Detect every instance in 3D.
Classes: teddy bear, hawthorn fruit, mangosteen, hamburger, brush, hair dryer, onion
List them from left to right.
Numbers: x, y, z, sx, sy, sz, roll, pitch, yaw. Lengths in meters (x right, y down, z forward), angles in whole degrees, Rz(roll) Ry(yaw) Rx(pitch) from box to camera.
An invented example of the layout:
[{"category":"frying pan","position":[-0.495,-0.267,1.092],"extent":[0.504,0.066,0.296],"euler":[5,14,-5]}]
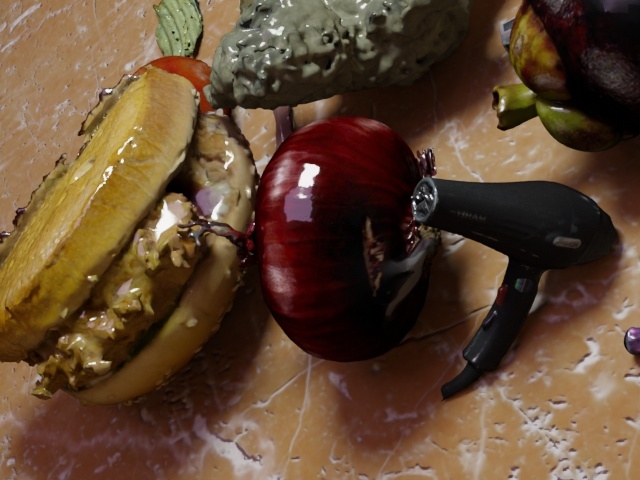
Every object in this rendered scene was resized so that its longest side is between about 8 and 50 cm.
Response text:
[{"category":"hamburger","position":[-0.235,0.042,1.396],"extent":[0.445,0.268,0.287],"euler":[-51,25,11]},{"category":"hawthorn fruit","position":[-0.206,-0.187,1.630],"extent":[0.169,0.169,0.188],"euler":[33,89,44]},{"category":"brush","position":[-0.066,-0.252,1.624],"extent":[0.084,0.071,0.301],"euler":[-20,60,24]},{"category":"onion","position":[0.000,0.000,1.270],"extent":[0.285,0.273,0.273],"euler":[-3,62,19]},{"category":"teddy bear","position":[0.011,-0.269,1.382],"extent":[0.357,0.368,0.224],"euler":[-16,98,42]},{"category":"hair dryer","position":[0.170,0.061,1.193],"extent":[0.091,0.236,0.271],"euler":[46,122,57]},{"category":"mangosteen","position":[0.340,-0.224,1.155],"extent":[0.297,0.313,0.297],"euler":[2,44,-2]}]

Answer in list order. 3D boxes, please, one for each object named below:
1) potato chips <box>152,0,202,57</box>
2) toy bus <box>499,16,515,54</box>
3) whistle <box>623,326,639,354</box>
[{"category":"potato chips","position":[-0.223,-0.325,1.809],"extent":[0.092,0.028,0.207],"euler":[-33,47,21]},{"category":"toy bus","position":[0.280,-0.265,1.375],"extent":[0.131,0.037,0.052],"euler":[-26,47,26]},{"category":"whistle","position":[0.376,0.097,1.091],"extent":[0.177,0.033,0.033],"euler":[-2,64,38]}]
